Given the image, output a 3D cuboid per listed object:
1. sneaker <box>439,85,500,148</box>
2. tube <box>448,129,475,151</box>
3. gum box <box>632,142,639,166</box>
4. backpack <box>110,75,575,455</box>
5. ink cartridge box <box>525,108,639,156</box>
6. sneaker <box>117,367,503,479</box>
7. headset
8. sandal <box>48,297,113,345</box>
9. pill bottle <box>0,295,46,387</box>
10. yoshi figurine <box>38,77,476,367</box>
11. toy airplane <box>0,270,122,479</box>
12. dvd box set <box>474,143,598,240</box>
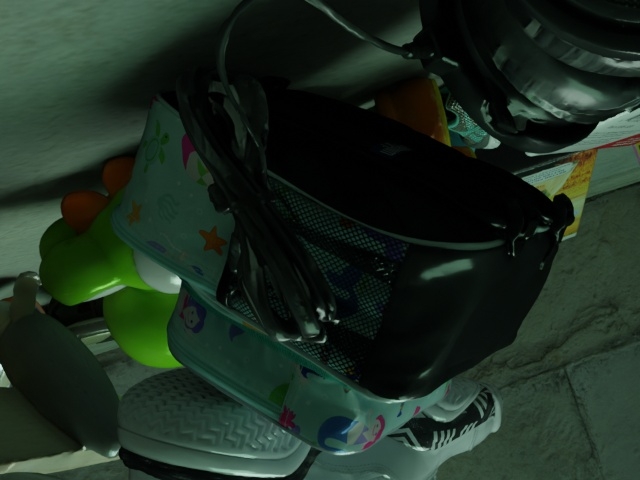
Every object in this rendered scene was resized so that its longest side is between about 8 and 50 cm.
[{"bbox_3d":[0.138,-0.125,0.913,0.076,0.065,0.166,-2,170,-1],"label":"sneaker"},{"bbox_3d":[0.100,-0.071,0.977,0.080,0.052,0.207,0,-159,27],"label":"tube"},{"bbox_3d":[0.434,-0.121,1.160,0.062,0.188,0.107,-14,172,-35],"label":"gum box"},{"bbox_3d":[0.000,0.000,0.622,0.225,0.253,0.191,-13,132,-61],"label":"backpack"},{"bbox_3d":[0.283,-0.161,0.676,0.272,0.114,0.197,-22,172,40],"label":"ink cartridge box"},{"bbox_3d":[0.000,0.200,0.731,0.137,0.210,0.365,11,-175,43],"label":"sneaker"},{"bbox_3d":[0.130,-0.097,0.446,0.394,0.185,0.243,-18,174,-9],"label":"headset"},{"bbox_3d":[-0.324,0.090,1.326,0.120,0.086,0.303,-11,-171,-15],"label":"sandal"},{"bbox_3d":[-0.441,0.140,1.146,0.245,0.131,0.130,-19,174,9],"label":"pill bottle"},{"bbox_3d":[-0.047,0.003,0.835,0.362,0.203,0.203,-16,-179,-1],"label":"yoshi figurine"},{"bbox_3d":[-0.284,0.106,0.625,0.384,0.273,0.386,17,179,-14],"label":"toy airplane"},{"bbox_3d":[0.254,-0.044,1.498,0.307,0.062,0.420,-18,161,4],"label":"dvd box set"}]
